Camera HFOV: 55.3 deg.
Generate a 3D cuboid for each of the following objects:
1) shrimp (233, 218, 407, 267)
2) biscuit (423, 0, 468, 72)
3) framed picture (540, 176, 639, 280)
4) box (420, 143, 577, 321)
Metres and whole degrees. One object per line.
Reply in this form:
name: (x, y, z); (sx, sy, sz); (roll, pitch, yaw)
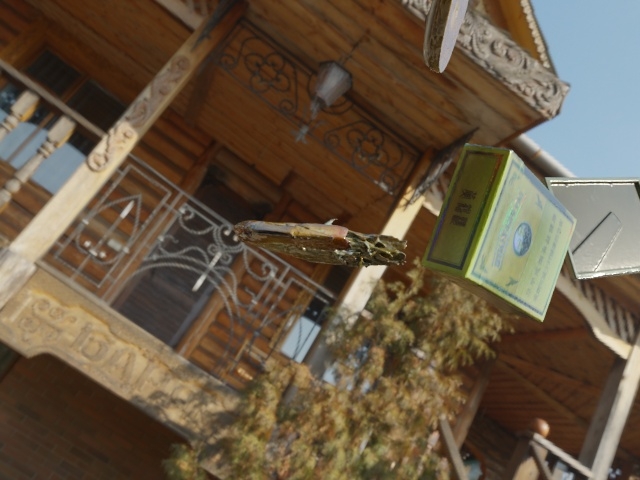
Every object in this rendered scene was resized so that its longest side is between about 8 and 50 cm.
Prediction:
shrimp: (0.000, 0.000, 0.863); (0.248, 0.068, 0.150); (6, 1, -6)
biscuit: (0.213, -0.393, 1.041); (0.049, 0.208, 0.181); (18, -11, 16)
framed picture: (0.504, -0.027, 1.071); (0.249, 0.184, 0.016); (-4, -17, -27)
box: (0.211, -0.001, 0.696); (0.064, 0.141, 0.220); (17, -7, 44)
